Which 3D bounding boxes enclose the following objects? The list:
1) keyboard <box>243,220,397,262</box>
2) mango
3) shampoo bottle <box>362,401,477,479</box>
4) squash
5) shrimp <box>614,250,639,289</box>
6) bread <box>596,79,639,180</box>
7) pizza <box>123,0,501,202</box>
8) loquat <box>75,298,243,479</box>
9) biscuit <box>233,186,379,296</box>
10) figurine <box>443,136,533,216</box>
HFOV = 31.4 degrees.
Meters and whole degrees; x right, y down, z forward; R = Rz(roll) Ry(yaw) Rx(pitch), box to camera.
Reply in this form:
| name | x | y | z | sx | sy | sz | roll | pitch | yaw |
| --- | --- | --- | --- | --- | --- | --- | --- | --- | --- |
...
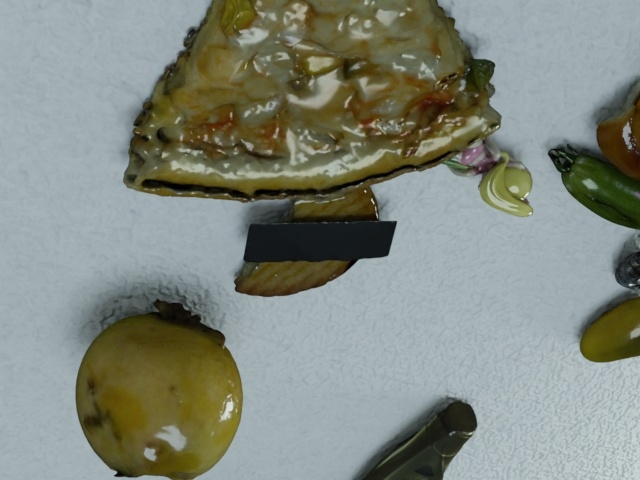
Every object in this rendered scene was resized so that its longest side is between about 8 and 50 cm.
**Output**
| name | x | y | z | sx | sy | sz | roll | pitch | yaw |
| --- | --- | --- | --- | --- | --- | --- | --- | --- | --- |
| keyboard | 0.000 | -0.001 | 1.476 | 0.196 | 0.015 | 0.074 | -2 | 133 | -14 |
| mango | 0.473 | 0.144 | 1.770 | 0.103 | 0.076 | 0.161 | 21 | 136 | -41 |
| shampoo bottle | 0.152 | 0.403 | 1.949 | 0.125 | 0.084 | 0.350 | 10 | 132 | -28 |
| squash | 0.428 | -0.056 | 1.538 | 0.318 | 0.071 | 0.080 | 13 | 123 | -28 |
| shrimp | 0.476 | 0.034 | 1.643 | 0.065 | 0.057 | 0.165 | 6 | 161 | -15 |
| bread | 0.421 | -0.139 | 1.448 | 0.129 | 0.044 | 0.126 | 28 | 100 | -29 |
| pizza | 0.025 | -0.167 | 1.295 | 0.392 | 0.080 | 0.435 | 17 | 132 | -28 |
| loquat | -0.211 | 0.200 | 1.520 | 0.244 | 0.244 | 0.244 | -8 | 138 | -7 |
| biscuit | -0.023 | 0.002 | 1.507 | 0.228 | 0.031 | 0.176 | -22 | 137 | 9 |
| figurine | 0.202 | -0.093 | 1.442 | 0.187 | 0.083 | 0.083 | 35 | 119 | -29 |
